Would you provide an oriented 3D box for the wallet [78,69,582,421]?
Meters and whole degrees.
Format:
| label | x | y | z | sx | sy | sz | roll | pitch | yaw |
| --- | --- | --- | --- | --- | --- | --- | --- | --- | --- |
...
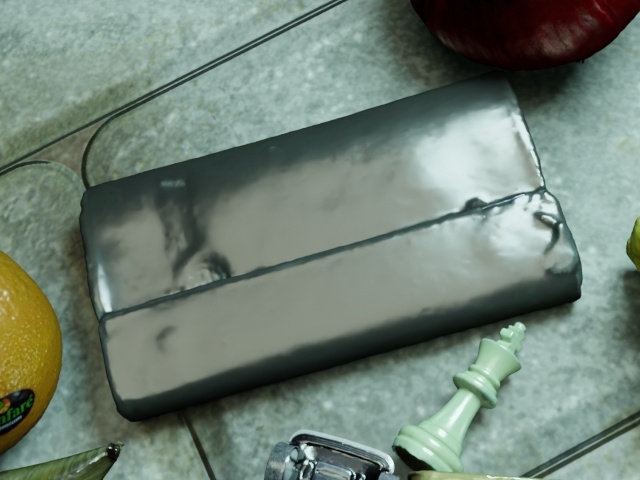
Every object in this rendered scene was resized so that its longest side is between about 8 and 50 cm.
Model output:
| label | x | y | z | sx | sy | sz | roll | pitch | yaw |
| --- | --- | --- | --- | --- | --- | --- | --- | --- | --- |
| wallet | 0.000 | -0.001 | 0.770 | 0.406 | 0.062 | 0.228 | -16 | 66 | 2 |

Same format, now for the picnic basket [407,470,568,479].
| label | x | y | z | sx | sy | sz | roll | pitch | yaw |
| --- | --- | --- | --- | --- | --- | --- | --- | --- | --- |
| picnic basket | 0.174 | 0.243 | 0.583 | 0.266 | 0.165 | 0.139 | 2 | 66 | 10 |

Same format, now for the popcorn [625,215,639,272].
| label | x | y | z | sx | sy | sz | roll | pitch | yaw |
| --- | --- | --- | --- | --- | --- | --- | --- | --- | --- |
| popcorn | 0.332 | 0.003 | 0.656 | 0.197 | 0.197 | 0.156 | -20 | 63 | 0 |

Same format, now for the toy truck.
| label | x | y | z | sx | sy | sz | roll | pitch | yaw |
| --- | --- | --- | --- | --- | --- | --- | --- | --- | --- |
| toy truck | -0.012 | 0.258 | 0.638 | 0.110 | 0.116 | 0.216 | 13 | 63 | 13 |

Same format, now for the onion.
| label | x | y | z | sx | sy | sz | roll | pitch | yaw |
| --- | --- | --- | --- | --- | --- | --- | --- | --- | --- |
| onion | 0.173 | -0.294 | 0.758 | 0.273 | 0.285 | 0.273 | -22 | 57 | 39 |

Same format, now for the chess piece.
| label | x | y | z | sx | sy | sz | roll | pitch | yaw |
| --- | --- | --- | --- | --- | --- | --- | --- | --- | --- |
| chess piece | 0.121 | 0.123 | 0.706 | 0.059 | 0.059 | 0.149 | 32 | 71 | 20 |

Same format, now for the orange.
| label | x | y | z | sx | sy | sz | roll | pitch | yaw |
| --- | --- | --- | --- | --- | --- | --- | --- | --- | --- |
| orange | -0.310 | 0.097 | 0.709 | 0.206 | 0.206 | 0.206 | -3 | 67 | 8 |

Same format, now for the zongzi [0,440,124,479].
| label | x | y | z | sx | sy | sz | roll | pitch | yaw |
| --- | --- | --- | --- | --- | --- | --- | --- | --- | --- |
| zongzi | -0.247 | 0.287 | 0.662 | 0.242 | 0.112 | 0.221 | -16 | 64 | 1 |
